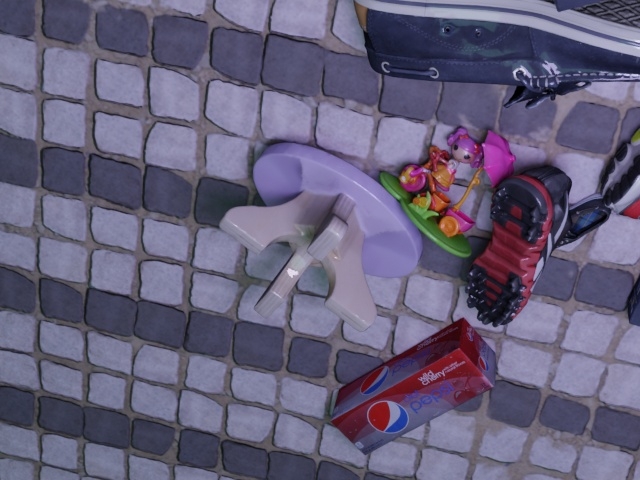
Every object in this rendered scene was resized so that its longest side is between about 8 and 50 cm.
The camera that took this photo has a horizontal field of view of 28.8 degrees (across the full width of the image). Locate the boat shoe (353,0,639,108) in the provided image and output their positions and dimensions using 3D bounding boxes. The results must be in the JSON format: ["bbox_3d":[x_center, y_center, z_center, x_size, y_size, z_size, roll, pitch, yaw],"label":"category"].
[{"bbox_3d":[0.280,-0.250,1.560,0.499,0.187,0.156,10,125,15],"label":"boat shoe"}]

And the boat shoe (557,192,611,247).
[{"bbox_3d":[0.350,-0.019,1.766,0.142,0.040,0.049,-35,109,28],"label":"boat shoe"}]

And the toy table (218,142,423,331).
[{"bbox_3d":[0.000,0.000,1.763,0.274,0.161,0.252,29,141,3],"label":"toy table"}]

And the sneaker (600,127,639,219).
[{"bbox_3d":[0.493,-0.130,1.648,0.118,0.107,0.279,23,129,-24],"label":"sneaker"}]

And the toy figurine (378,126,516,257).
[{"bbox_3d":[0.193,-0.092,1.737,0.173,0.130,0.159,45,109,13],"label":"toy figurine"}]

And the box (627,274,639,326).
[{"bbox_3d":[0.574,0.067,1.756,0.232,0.059,0.183,16,123,2],"label":"box"}]

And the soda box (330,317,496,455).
[{"bbox_3d":[0.144,0.229,1.945,0.263,0.083,0.092,-33,110,28],"label":"soda box"}]

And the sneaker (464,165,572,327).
[{"bbox_3d":[0.283,0.005,1.739,0.097,0.135,0.276,35,138,24],"label":"sneaker"}]

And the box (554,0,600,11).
[{"bbox_3d":[0.384,-0.387,1.434,0.261,0.184,0.103,-11,136,20],"label":"box"}]
